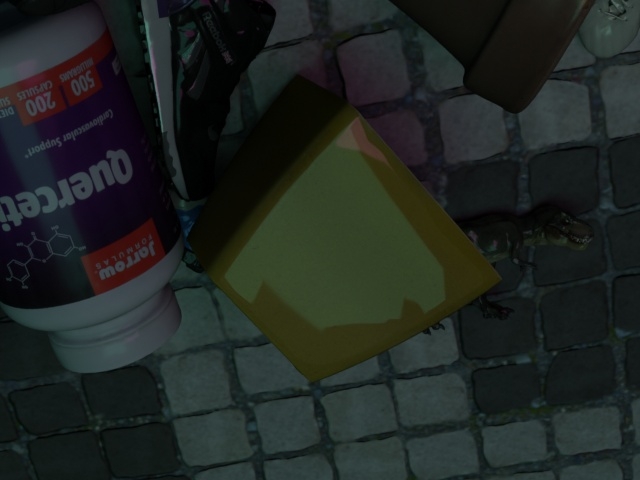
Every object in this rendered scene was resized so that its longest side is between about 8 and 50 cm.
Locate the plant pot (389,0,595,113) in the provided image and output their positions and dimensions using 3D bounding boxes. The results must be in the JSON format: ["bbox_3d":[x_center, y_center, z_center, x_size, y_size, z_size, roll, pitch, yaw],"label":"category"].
[{"bbox_3d":[0.125,-0.269,1.128,0.229,0.263,0.263,28,118,-1],"label":"plant pot"}]

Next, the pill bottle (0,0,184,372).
[{"bbox_3d":[-0.233,-0.048,1.234,0.182,0.181,0.323,-15,115,6],"label":"pill bottle"}]

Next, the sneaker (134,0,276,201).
[{"bbox_3d":[-0.097,-0.163,1.249,0.124,0.107,0.283,-8,123,-5],"label":"sneaker"}]

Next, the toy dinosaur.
[{"bbox_3d":[0.142,0.029,1.411,0.268,0.064,0.118,-5,105,3],"label":"toy dinosaur"}]

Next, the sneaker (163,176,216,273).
[{"bbox_3d":[-0.094,-0.006,1.371,0.152,0.058,0.084,12,116,-6],"label":"sneaker"}]

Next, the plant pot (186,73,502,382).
[{"bbox_3d":[0.000,0.000,1.249,0.187,0.212,0.212,-42,109,0],"label":"plant pot"}]

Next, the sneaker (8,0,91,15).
[{"bbox_3d":[-0.225,-0.294,1.045,0.130,0.109,0.286,-28,126,-15],"label":"sneaker"}]

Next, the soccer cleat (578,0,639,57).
[{"bbox_3d":[0.282,-0.246,1.232,0.068,0.076,0.196,12,122,-11],"label":"soccer cleat"}]
